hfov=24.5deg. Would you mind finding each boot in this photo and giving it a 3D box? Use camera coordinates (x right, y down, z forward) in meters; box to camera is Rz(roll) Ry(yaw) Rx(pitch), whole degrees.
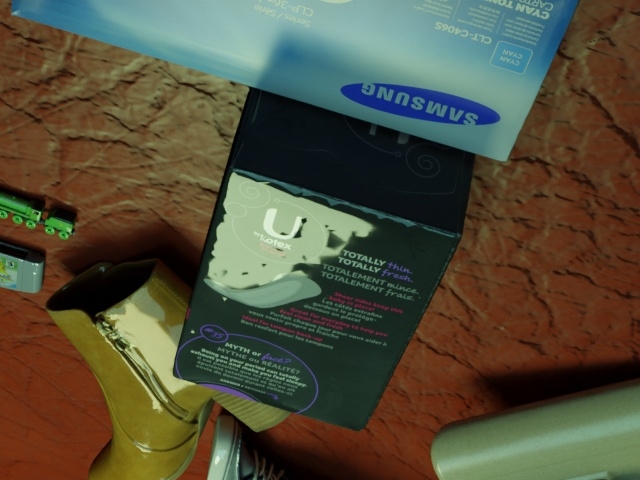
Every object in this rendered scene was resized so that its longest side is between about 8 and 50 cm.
[{"bbox_3d":[-0.179,0.123,1.364,0.295,0.104,0.211,-29,119,37],"label":"boot"},{"bbox_3d":[-0.069,0.233,1.486,0.086,0.069,0.190,8,151,-1],"label":"boot"}]

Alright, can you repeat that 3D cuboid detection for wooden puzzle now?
[{"bbox_3d":[0.309,0.262,1.330,0.322,0.080,0.348,-16,132,24],"label":"wooden puzzle"}]

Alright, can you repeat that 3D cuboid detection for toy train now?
[{"bbox_3d":[-0.248,-0.024,1.258,0.083,0.017,0.024,20,133,-5],"label":"toy train"}]

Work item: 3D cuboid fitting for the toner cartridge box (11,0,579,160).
[{"bbox_3d":[-0.019,-0.174,0.938,0.347,0.075,0.165,16,144,-1],"label":"toner cartridge box"}]

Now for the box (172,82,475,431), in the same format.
[{"bbox_3d":[0.000,0.000,1.093,0.165,0.143,0.270,17,142,-4],"label":"box"}]

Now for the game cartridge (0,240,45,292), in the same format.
[{"bbox_3d":[-0.291,0.021,1.331,0.083,0.017,0.056,17,146,-1],"label":"game cartridge"}]
